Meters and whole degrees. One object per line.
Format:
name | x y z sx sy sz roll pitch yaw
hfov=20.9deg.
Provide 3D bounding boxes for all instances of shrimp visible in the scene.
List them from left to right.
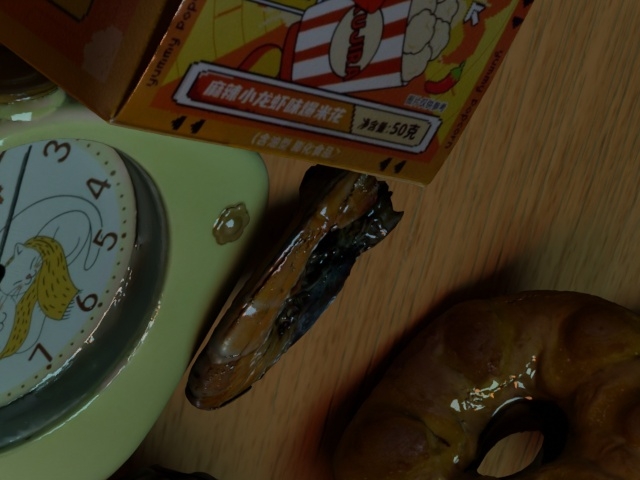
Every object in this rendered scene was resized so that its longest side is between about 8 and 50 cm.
shrimp | 0.000 0.000 1.238 0.290 0.054 0.222 -45 167 -49

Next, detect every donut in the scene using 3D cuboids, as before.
donut | 0.169 0.190 1.483 0.317 0.299 0.150 -13 149 1

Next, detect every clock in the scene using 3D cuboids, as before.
clock | -0.211 0.013 1.070 0.348 0.117 0.286 20 104 -51

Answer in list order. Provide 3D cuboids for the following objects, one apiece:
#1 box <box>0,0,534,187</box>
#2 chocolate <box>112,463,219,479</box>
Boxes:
box | -0.027 -0.198 1.020 0.283 0.214 0.259 8 111 -48
chocolate | -0.116 0.275 1.269 0.225 0.210 0.340 -33 169 -4
